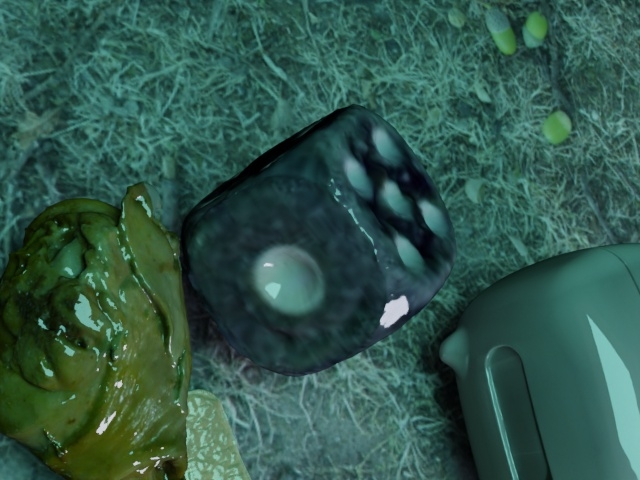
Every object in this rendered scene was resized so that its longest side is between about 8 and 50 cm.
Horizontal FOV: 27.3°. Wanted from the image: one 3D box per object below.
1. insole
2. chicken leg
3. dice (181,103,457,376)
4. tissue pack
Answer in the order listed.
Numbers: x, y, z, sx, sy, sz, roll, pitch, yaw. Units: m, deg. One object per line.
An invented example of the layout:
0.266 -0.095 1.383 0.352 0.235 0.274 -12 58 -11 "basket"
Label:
-0.081 0.253 1.180 0.081 0.011 0.248 -16 84 -32 "insole"
-0.149 0.174 1.090 0.201 0.152 0.429 -27 96 -39 "chicken leg"
0.000 0.000 1.170 0.181 0.182 0.183 57 30 -9 "dice"
0.267 0.177 1.271 0.236 0.229 0.333 -10 82 -34 "tissue pack"
